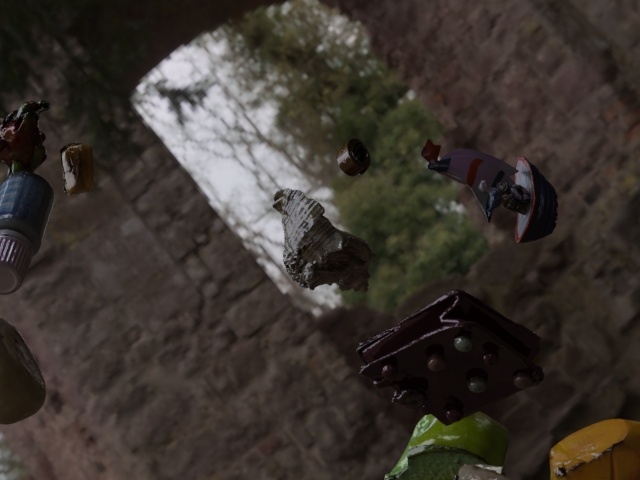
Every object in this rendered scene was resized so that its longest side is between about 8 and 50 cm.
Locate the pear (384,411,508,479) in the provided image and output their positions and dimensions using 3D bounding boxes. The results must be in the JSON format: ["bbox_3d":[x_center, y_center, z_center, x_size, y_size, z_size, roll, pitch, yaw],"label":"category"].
[{"bbox_3d":[0.254,0.424,2.333,0.292,0.159,0.292,-53,-2,-3],"label":"pear"}]

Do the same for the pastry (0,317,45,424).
[{"bbox_3d":[-0.456,0.186,1.651,0.092,0.156,0.156,-28,-15,-10],"label":"pastry"}]

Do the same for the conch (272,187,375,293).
[{"bbox_3d":[0.000,0.000,2.070,0.163,0.245,0.178,-35,-9,-37],"label":"conch"}]

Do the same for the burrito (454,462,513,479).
[{"bbox_3d":[0.285,0.384,1.422,0.107,0.348,0.175,4,-83,-42],"label":"burrito"}]

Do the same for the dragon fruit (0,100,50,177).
[{"bbox_3d":[-0.617,-0.215,2.372,0.175,0.142,0.138,-66,-26,-1],"label":"dragon fruit"}]

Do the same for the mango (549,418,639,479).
[{"bbox_3d":[0.500,0.373,1.937,0.252,0.154,0.126,-17,25,11],"label":"mango"}]

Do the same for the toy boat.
[{"bbox_3d":[0.359,-0.126,2.391,0.219,0.318,0.072,-50,-2,-42],"label":"toy boat"}]

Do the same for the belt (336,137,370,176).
[{"bbox_3d":[0.061,-0.147,2.064,0.036,0.059,0.083,-39,14,29],"label":"belt"}]

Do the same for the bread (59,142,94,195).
[{"bbox_3d":[-0.509,-0.151,2.424,0.072,0.106,0.053,-9,-8,17],"label":"bread"}]

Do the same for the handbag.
[{"bbox_3d":[0.187,0.177,1.655,0.216,0.074,0.203,-34,-52,31],"label":"handbag"}]

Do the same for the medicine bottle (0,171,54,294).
[{"bbox_3d":[-0.436,-0.011,1.650,0.083,0.083,0.203,-47,25,29],"label":"medicine bottle"}]
